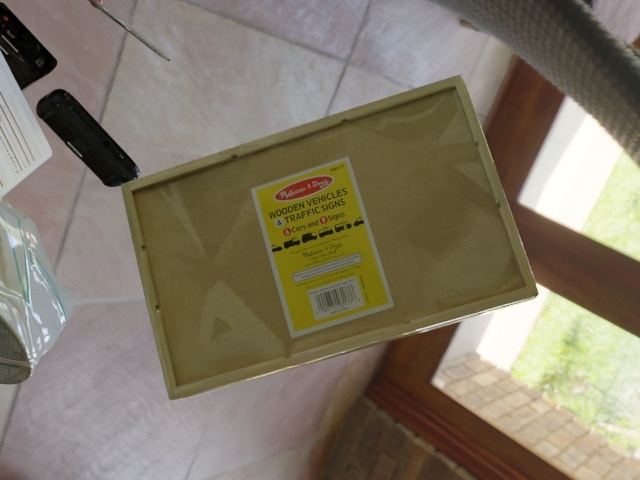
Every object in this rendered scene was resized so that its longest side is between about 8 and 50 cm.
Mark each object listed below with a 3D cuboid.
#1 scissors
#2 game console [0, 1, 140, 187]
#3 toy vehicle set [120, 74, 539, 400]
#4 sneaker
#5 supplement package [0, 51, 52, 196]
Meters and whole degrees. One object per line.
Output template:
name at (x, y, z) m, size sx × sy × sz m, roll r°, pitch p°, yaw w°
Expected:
scissors at (-0.338, -0.361, 1.047) m, size 0.297 × 0.109 × 0.021 m, roll 33°, pitch 103°, yaw -15°
game console at (-0.457, -0.226, 1.211) m, size 0.361 × 0.213 × 0.044 m, roll 51°, pitch 58°, yaw -26°
toy vehicle set at (0.000, 0.000, 0.517) m, size 0.266 × 0.166 × 0.035 m, roll -17°, pitch 167°, yaw 6°
sneaker at (-0.177, -0.005, 0.345) m, size 0.152 × 0.053 × 0.061 m, roll 62°, pitch 26°, yaw -20°
supplement package at (-0.338, -0.064, 0.501) m, size 0.194 × 0.203 × 0.149 m, roll -19°, pitch 112°, yaw 8°
